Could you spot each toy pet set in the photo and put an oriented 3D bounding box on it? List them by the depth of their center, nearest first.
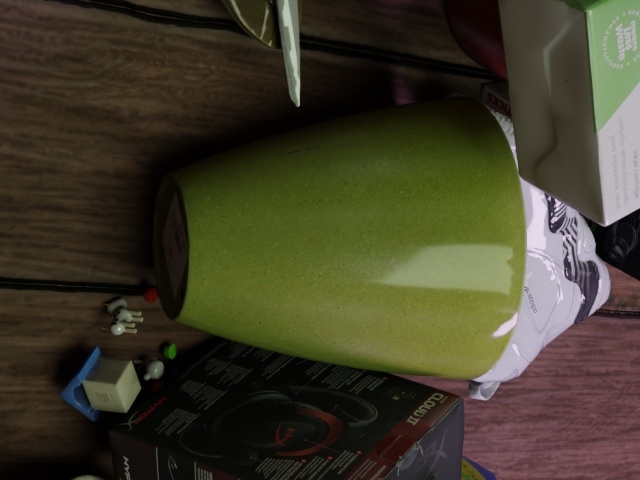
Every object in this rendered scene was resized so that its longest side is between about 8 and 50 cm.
[{"bbox_3d":[-0.195,0.120,1.477,0.114,0.065,0.122,-62,148,-45],"label":"toy pet set"}]

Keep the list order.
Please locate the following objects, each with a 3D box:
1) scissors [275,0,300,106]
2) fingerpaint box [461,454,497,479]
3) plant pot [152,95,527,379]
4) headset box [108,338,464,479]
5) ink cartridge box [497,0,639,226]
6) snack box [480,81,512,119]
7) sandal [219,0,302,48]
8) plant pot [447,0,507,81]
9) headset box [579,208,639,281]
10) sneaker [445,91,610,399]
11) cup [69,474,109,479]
[{"bbox_3d":[-0.028,-0.273,1.358,0.109,0.021,0.297,-28,109,-25],"label":"scissors"},{"bbox_3d":[0.064,0.439,1.525,0.163,0.445,0.371,30,102,-16],"label":"fingerpaint box"},{"bbox_3d":[0.000,0.000,1.439,0.293,0.275,0.275,-1,114,-20],"label":"plant pot"},{"bbox_3d":[-0.016,0.209,1.444,0.218,0.293,0.110,-39,135,-48],"label":"headset box"},{"bbox_3d":[0.329,-0.186,1.301,0.353,0.119,0.207,-28,126,-23],"label":"ink cartridge box"},{"bbox_3d":[0.246,-0.119,1.591,0.064,0.178,0.022,-12,127,-33],"label":"snack box"},{"bbox_3d":[-0.086,-0.241,1.370,0.180,0.049,0.072,35,79,-28],"label":"sandal"},{"bbox_3d":[0.282,-0.226,1.505,0.272,0.265,0.272,-17,121,-29],"label":"plant pot"},{"bbox_3d":[0.451,-0.019,1.728,0.246,0.283,0.131,-2,114,-36],"label":"headset box"},{"bbox_3d":[0.174,0.020,1.634,0.210,0.137,0.366,-47,135,-12],"label":"sneaker"},{"bbox_3d":[-0.249,0.420,1.438,0.237,0.331,0.331,-29,132,10],"label":"cup"}]
